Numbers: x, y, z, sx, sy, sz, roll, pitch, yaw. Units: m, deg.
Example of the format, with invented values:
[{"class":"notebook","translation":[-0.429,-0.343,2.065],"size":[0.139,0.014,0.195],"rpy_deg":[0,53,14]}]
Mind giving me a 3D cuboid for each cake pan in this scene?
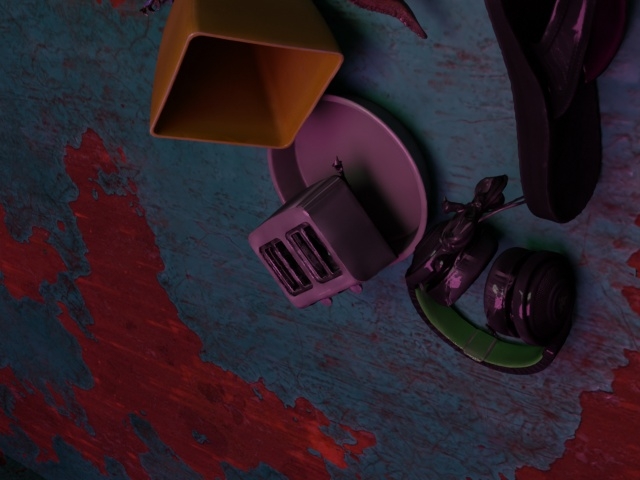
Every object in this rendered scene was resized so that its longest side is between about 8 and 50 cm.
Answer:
[{"class":"cake pan","translation":[0.048,-0.096,1.346],"size":[0.293,0.054,0.293],"rpy_deg":[25,135,28]}]

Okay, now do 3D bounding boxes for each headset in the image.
[{"class":"headset","translation":[0.217,0.065,1.213],"size":[0.243,0.185,0.394],"rpy_deg":[27,147,25]}]

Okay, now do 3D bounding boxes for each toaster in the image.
[{"class":"toaster","translation":[0.000,0.000,1.337],"size":[0.168,0.110,0.186],"rpy_deg":[-27,101,49]}]

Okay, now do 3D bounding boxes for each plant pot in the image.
[{"class":"plant pot","translation":[-0.119,-0.271,1.228],"size":[0.212,0.212,0.187],"rpy_deg":[127,138,-50]}]

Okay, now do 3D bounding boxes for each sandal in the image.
[{"class":"sandal","translation":[0.278,-0.212,0.962],"size":[0.107,0.167,0.446],"rpy_deg":[18,140,41]}]

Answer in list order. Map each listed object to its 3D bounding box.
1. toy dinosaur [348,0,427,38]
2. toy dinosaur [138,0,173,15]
[{"class":"toy dinosaur","translation":[0.049,-0.361,1.019],"size":[0.127,0.200,0.296],"rpy_deg":[17,131,33]},{"class":"toy dinosaur","translation":[-0.258,-0.393,1.410],"size":[0.082,0.047,0.090],"rpy_deg":[-41,79,33]}]
